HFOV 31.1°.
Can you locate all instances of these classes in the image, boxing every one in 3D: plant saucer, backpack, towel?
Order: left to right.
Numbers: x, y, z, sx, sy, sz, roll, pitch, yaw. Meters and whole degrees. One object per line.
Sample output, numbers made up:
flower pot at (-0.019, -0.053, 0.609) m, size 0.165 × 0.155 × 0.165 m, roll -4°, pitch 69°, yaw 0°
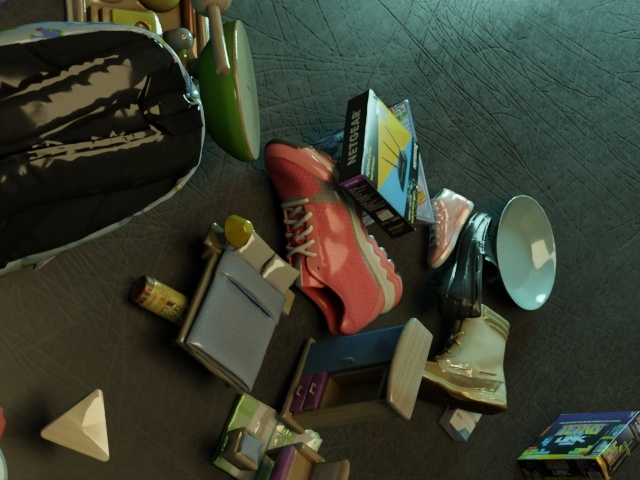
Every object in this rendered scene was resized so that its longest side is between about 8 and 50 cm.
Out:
backpack at (-0.313, -0.124, 1.323) m, size 0.355 × 0.273 × 0.290 m, roll -20°, pitch 102°, yaw -5°
towel at (-0.071, 0.291, 1.597) m, size 0.152 × 0.023 × 0.113 m, roll 35°, pitch 62°, yaw -29°
plant saucer at (0.335, 0.022, 1.946) m, size 0.195 × 0.037 × 0.195 m, roll 10°, pitch 77°, yaw -49°

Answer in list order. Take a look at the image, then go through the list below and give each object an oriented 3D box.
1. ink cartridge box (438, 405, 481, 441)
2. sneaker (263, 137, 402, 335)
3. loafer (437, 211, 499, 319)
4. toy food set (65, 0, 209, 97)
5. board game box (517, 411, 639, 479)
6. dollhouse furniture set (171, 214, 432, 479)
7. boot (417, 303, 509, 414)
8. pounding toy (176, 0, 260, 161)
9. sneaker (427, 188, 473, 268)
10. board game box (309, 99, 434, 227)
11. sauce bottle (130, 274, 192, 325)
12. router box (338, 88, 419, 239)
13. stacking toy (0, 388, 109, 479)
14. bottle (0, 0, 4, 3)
ink cartridge box at (0.229, 0.274, 1.837) m, size 0.048 × 0.028 × 0.083 m, roll 51°, pitch 56°, yaw -21°
sneaker at (0.001, 0.000, 1.643) m, size 0.136 × 0.116 × 0.314 m, roll -43°, pitch 109°, yaw -33°
loafer at (0.247, 0.042, 1.833) m, size 0.076 × 0.078 × 0.223 m, roll 89°, pitch 19°, yaw -45°
toy food set at (-0.221, -0.325, 1.530) m, size 0.219 × 0.092 × 0.306 m, roll 0°, pitch 83°, yaw -39°
board game box at (0.432, 0.340, 1.899) m, size 0.141 × 0.170 × 0.048 m, roll -36°, pitch 104°, yaw -38°
dollhouse furniture set at (-0.043, 0.146, 1.488) m, size 0.303 × 0.198 × 0.286 m, roll 45°, pitch 47°, yaw -30°
boot at (0.203, 0.170, 1.803) m, size 0.213 × 0.077 × 0.165 m, roll 20°, pitch 62°, yaw -20°
pounding toy at (-0.149, -0.202, 1.470) m, size 0.237 × 0.110 × 0.183 m, roll 77°, pitch 8°, yaw -57°
sneaker at (0.188, -0.024, 1.843) m, size 0.070 × 0.051 × 0.134 m, roll 35°, pitch 69°, yaw -14°
board game box at (0.090, -0.090, 1.765) m, size 0.194 × 0.060 × 0.194 m, roll -31°, pitch 101°, yaw -38°
sauce bottle at (-0.190, 0.089, 1.521) m, size 0.128 × 0.042 × 0.042 m, roll 30°, pitch 65°, yaw -30°
router box at (0.087, -0.109, 1.648) m, size 0.133 × 0.046 × 0.179 m, roll 43°, pitch 37°, yaw -34°
stacking toy at (-0.327, 0.318, 1.267) m, size 0.279 × 0.130 × 0.309 m, roll -17°, pitch 92°, yaw -19°
bottle at (-0.348, -0.338, 1.309) m, size 0.092 × 0.283 × 0.118 m, roll 45°, pitch 56°, yaw -24°
